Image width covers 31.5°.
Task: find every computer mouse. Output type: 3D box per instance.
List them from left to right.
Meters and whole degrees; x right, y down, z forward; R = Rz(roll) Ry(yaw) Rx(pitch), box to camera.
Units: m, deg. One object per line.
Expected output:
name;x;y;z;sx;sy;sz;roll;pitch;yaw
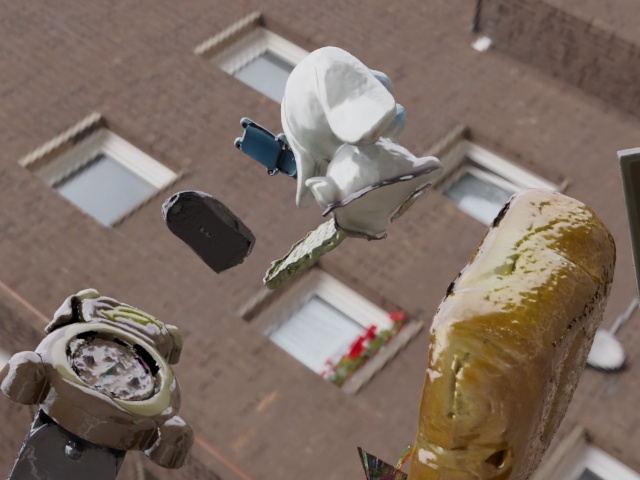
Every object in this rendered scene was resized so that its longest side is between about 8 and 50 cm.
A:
computer mouse;-0.235;-0.026;2.344;0.122;0.073;0.217;-39;-66;16

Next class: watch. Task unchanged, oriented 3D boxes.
watch;-0.385;0.305;1.838;0.327;0.314;0.335;-59;12;27

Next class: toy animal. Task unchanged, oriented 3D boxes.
toy animal;0.036;-0.141;1.705;0.174;0.289;0.249;-3;-49;-34

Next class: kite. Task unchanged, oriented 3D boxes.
kite;0.150;0.487;2.325;0.159;0.190;0.010;-67;-15;8

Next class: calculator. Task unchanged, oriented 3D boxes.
calculator;-0.089;-0.161;2.018;0.019;0.141;0.094;-44;-18;-46

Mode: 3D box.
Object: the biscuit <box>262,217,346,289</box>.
biscuit;0.000;0.000;2.313;0.273;0.036;0.187;-36;11;12

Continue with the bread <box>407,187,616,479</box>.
bread;0.222;0.143;1.277;0.337;0.148;0.328;-46;-31;-49

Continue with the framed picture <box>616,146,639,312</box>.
framed picture;0.713;-0.033;1.783;0.028;0.446;0.326;-76;-26;-62
